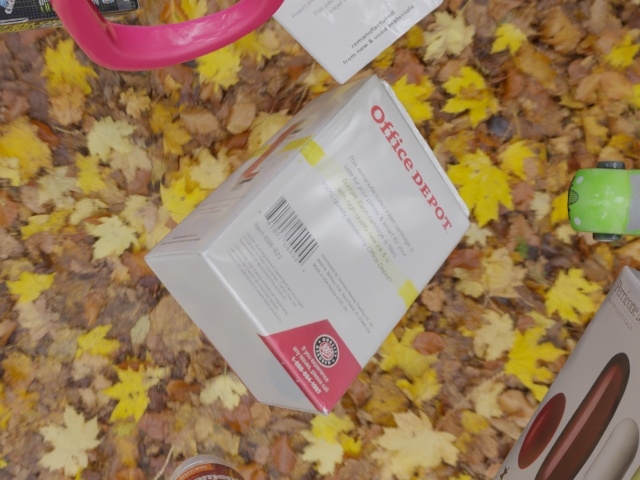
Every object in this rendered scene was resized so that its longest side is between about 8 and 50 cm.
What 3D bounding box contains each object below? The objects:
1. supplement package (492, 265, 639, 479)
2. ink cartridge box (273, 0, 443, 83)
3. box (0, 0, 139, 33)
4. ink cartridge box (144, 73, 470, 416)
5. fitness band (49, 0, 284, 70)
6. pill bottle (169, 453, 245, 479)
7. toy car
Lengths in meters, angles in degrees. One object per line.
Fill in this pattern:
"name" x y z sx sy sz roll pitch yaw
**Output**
"supplement package" 0.195 0.158 0.427 0.149 0.194 0.203 24 107 -7
"ink cartridge box" -0.055 -0.421 0.980 0.166 0.285 0.395 -37 121 22
"box" -0.333 -0.366 0.893 0.216 0.060 0.270 -17 100 -31
"ink cartridge box" 0.000 0.000 1.144 0.385 0.160 0.279 -47 114 -30
"fitness band" -0.129 -0.233 0.733 0.209 0.291 0.054 -22 83 -4
"pill bottle" -0.142 0.362 1.089 0.121 0.221 0.121 -1 94 -15
"toy car" 0.301 -0.020 0.622 0.225 0.053 0.239 5 90 -4
